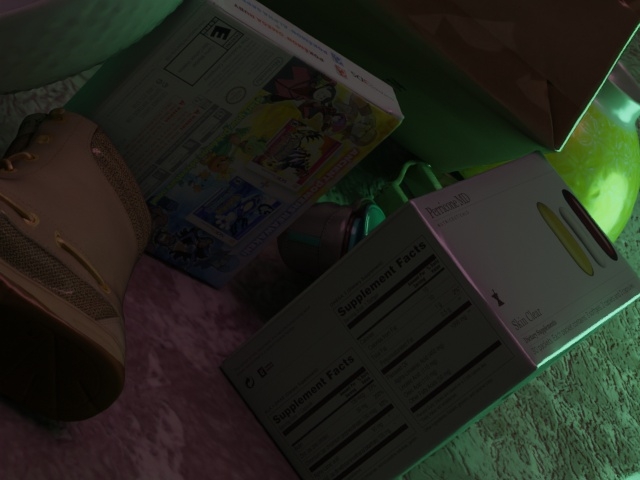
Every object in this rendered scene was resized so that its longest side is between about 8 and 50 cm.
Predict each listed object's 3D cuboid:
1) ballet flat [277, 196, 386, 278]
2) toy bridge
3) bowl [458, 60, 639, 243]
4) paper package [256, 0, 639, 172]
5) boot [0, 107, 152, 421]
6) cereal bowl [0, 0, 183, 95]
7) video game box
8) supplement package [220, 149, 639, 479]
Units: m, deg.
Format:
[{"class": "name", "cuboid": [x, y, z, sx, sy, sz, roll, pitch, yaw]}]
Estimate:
[{"class": "ballet flat", "cuboid": [0.008, -0.004, 1.422, 0.068, 0.072, 0.213, 11, 0, 10]}, {"class": "toy bridge", "cuboid": [0.102, -0.046, 1.695, 0.063, 0.026, 0.188, 57, 27, 17]}, {"class": "bowl", "cuboid": [0.238, -0.130, 1.834, 0.289, 0.156, 0.289, 39, 23, -20]}, {"class": "paper package", "cuboid": [0.082, -0.212, 1.541, 0.309, 0.168, 0.325, 36, -9, -11]}, {"class": "boot", "cuboid": [-0.214, -0.030, 1.126, 0.262, 0.095, 0.203, 40, 29, -21]}, {"class": "cereal bowl", "cuboid": [-0.210, -0.224, 1.194, 0.141, 0.339, 0.339, 73, -4, -56]}, {"class": "video game box", "cuboid": [-0.077, -0.073, 1.267, 0.187, 0.205, 0.048, 31, 31, -33]}, {"class": "supplement package", "cuboid": [0.092, 0.063, 1.342, 0.145, 0.204, 0.262, 52, 28, 8]}]
